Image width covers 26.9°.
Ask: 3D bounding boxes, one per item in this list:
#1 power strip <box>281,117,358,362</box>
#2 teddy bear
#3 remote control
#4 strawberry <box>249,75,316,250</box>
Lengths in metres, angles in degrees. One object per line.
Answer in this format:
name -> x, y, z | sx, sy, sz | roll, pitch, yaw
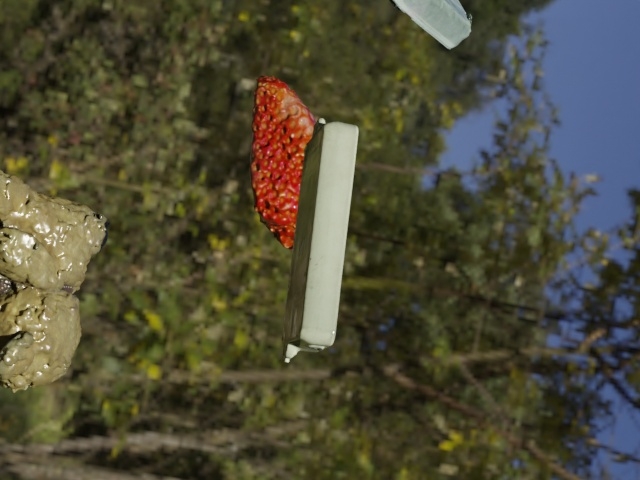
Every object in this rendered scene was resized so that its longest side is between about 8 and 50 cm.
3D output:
power strip -> 0.000, 0.000, 1.470 | 0.118, 0.046, 0.270 | 144, -46, -75
teddy bear -> -0.362, 0.061, 1.661 | 0.267, 0.156, 0.256 | 78, 23, -79
remote control -> 0.119, -0.304, 1.623 | 0.052, 0.247, 0.104 | -33, -110, 18
strawberry -> -0.022, -0.094, 1.793 | 0.175, 0.107, 0.236 | -71, 151, -43
